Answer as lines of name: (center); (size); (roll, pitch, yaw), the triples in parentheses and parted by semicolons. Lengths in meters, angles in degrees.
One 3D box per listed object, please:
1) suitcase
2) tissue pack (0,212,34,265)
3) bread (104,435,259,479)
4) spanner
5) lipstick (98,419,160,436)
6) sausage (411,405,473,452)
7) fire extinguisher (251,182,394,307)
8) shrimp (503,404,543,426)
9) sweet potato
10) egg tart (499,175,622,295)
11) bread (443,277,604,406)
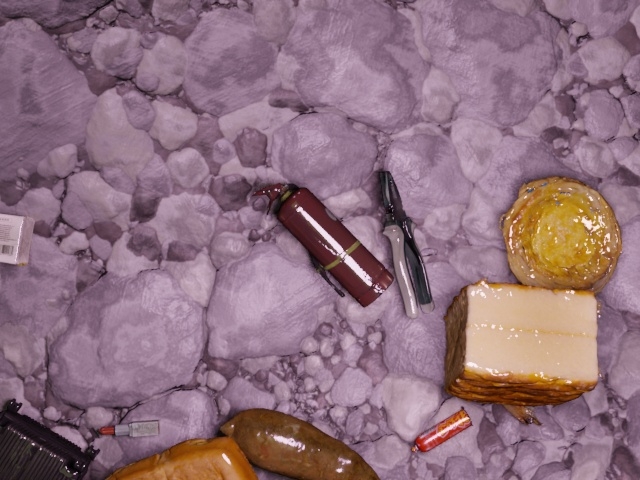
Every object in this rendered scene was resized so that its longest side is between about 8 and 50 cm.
suitcase: (-0.646, 0.530, 1.780); (0.230, 0.152, 0.335); (31, 87, -1)
tissue pack: (-0.692, -0.008, 1.821); (0.149, 0.099, 0.106); (8, 86, -3)
bread: (-0.259, 0.578, 1.787); (0.328, 0.148, 0.337); (-26, 94, 4)
spanner: (0.181, 0.007, 1.874); (0.040, 0.096, 0.324); (-14, 91, 40)
lipstick: (-0.412, 0.406, 1.857); (0.129, 0.030, 0.030); (-3, 89, -3)
sausage: (0.261, 0.418, 1.886); (0.145, 0.048, 0.050); (-30, 85, -1)
fire extinguisher: (0.000, 0.000, 1.844); (0.341, 0.105, 0.141); (45, 42, -4)
shrimp: (0.434, 0.334, 1.906); (0.099, 0.041, 0.180); (-36, 89, -18)
sweet potato: (-0.012, 0.467, 1.830); (0.423, 0.130, 0.130); (29, 87, -5)
egg tart: (0.511, -0.002, 1.884); (0.291, 0.107, 0.290); (0, 88, -8)
bread: (0.398, 0.218, 1.765); (0.279, 0.279, 0.207); (4, 71, -4)
